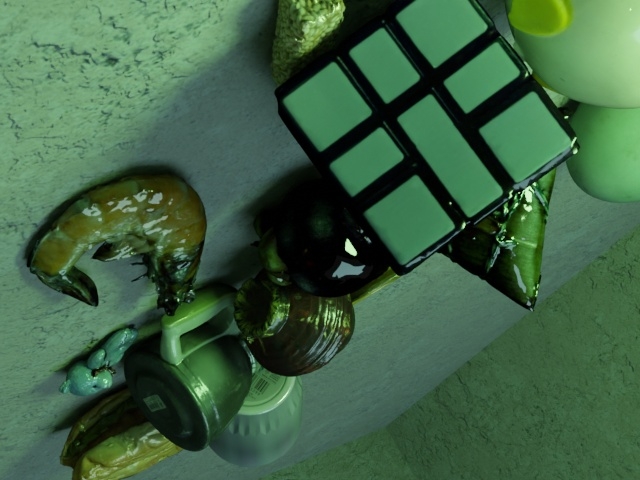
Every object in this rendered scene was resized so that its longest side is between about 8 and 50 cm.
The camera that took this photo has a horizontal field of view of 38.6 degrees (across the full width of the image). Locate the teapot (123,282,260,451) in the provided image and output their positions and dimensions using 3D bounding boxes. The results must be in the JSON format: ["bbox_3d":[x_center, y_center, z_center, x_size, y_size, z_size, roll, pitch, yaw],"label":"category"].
[{"bbox_3d":[-0.254,0.233,1.841,0.239,0.321,0.239,4,-147,43],"label":"teapot"}]

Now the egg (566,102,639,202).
[{"bbox_3d":[0.677,-0.239,1.888,0.276,0.276,0.389,-6,147,-50],"label":"egg"}]

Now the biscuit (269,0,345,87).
[{"bbox_3d":[-0.022,-0.256,1.147,0.082,0.070,0.168,-26,163,-18],"label":"biscuit"}]

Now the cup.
[{"bbox_3d":[-0.160,0.366,2.142,0.253,0.253,0.371,-25,157,-17],"label":"cup"}]

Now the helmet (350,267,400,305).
[{"bbox_3d":[0.089,0.046,1.905,0.205,0.140,0.257,-30,172,-8],"label":"helmet"}]

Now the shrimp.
[{"bbox_3d":[-0.298,0.039,1.434,0.272,0.085,0.445,-22,156,-10],"label":"shrimp"}]

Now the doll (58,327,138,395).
[{"bbox_3d":[-0.409,0.240,1.741,0.180,0.075,0.120,-37,163,15],"label":"doll"}]

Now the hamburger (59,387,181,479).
[{"bbox_3d":[-0.401,0.407,2.024,0.330,0.162,0.209,-11,149,-39],"label":"hamburger"}]

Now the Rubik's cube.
[{"bbox_3d":[0.136,-0.144,1.224,0.283,0.293,0.288,-39,175,6],"label":"Rubik's cube"}]

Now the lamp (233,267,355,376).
[{"bbox_3d":[-0.052,0.140,1.739,0.247,0.247,0.247,-27,160,-11],"label":"lamp"}]

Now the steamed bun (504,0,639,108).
[{"bbox_3d":[0.416,-0.339,1.240,0.334,0.334,0.374,-36,154,11],"label":"steamed bun"}]

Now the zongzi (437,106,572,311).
[{"bbox_3d":[0.210,-0.100,1.536,0.362,0.383,0.319,-28,133,-77],"label":"zongzi"}]

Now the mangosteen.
[{"bbox_3d":[0.000,0.000,1.593,0.243,0.243,0.243,-27,160,-11],"label":"mangosteen"}]
